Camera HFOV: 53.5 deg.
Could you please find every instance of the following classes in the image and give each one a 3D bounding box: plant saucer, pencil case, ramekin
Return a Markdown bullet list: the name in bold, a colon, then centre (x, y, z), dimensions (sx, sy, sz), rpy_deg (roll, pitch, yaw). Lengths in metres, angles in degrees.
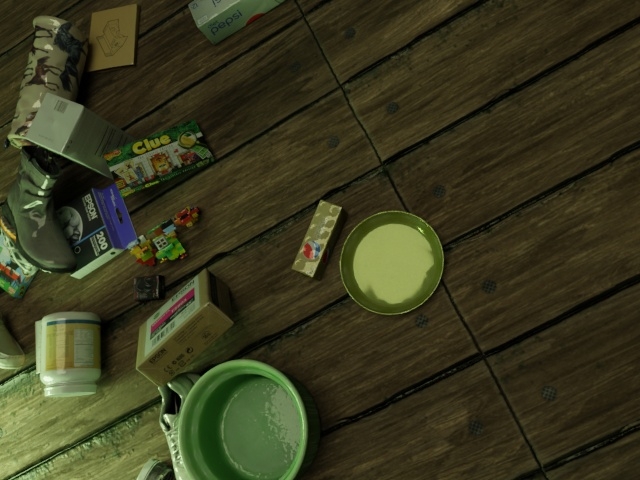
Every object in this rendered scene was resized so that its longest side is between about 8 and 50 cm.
- **plant saucer**: centre (0.164, 0.052, 1.452), dimensions (0.240, 0.037, 0.241), rpy_deg (-4, 76, 17)
- **pencil case**: centre (-0.788, -0.441, 1.835), dimensions (0.183, 0.159, 0.411), rpy_deg (-2, 75, 37)
- **ramekin**: centre (-0.147, 0.420, 1.407), dimensions (0.303, 0.148, 0.304), rpy_deg (-5, 75, 18)

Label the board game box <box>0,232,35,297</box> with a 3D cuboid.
- **board game box**: centre (-0.859, 0.033, 1.809), dimensions (0.160, 0.039, 0.212), rpy_deg (29, 86, 23)

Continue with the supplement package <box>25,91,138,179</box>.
- **supplement package**: centre (-0.626, -0.269, 1.692), dimensions (0.139, 0.244, 0.134), rpy_deg (23, 86, 22)

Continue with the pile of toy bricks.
- **pile of toy bricks**: centre (-0.387, 0.005, 1.629), dimensions (0.212, 0.118, 0.105), rpy_deg (-33, 101, -1)

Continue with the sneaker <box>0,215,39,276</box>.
- **sneaker**: centre (-0.829, 0.011, 1.743), dimensions (0.215, 0.084, 0.083), rpy_deg (46, 115, 29)

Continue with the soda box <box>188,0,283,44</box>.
- **soda box**: centre (-0.208, -0.659, 1.724), dimensions (0.286, 0.098, 0.091), rpy_deg (-29, 68, 10)

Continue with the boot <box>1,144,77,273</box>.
- **boot**: centre (-0.728, -0.087, 1.665), dimensions (0.338, 0.118, 0.223), rpy_deg (43, 118, 24)

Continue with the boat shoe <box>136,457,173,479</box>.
- **boat shoe**: centre (-0.416, 0.629, 1.487), dimensions (0.070, 0.078, 0.220), rpy_deg (19, 82, 23)

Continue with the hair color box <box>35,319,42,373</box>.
- **hair color box**: centre (-0.719, 0.281, 1.696), dimensions (0.071, 0.043, 0.141), rpy_deg (-14, 72, 15)

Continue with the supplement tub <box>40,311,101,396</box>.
- **supplement tub**: centre (-0.632, 0.289, 1.609), dimensions (0.144, 0.144, 0.200), rpy_deg (-10, 74, 16)

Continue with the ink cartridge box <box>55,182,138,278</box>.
- **ink cartridge box**: centre (-0.622, -0.034, 1.741), dimensions (0.208, 0.045, 0.206), rpy_deg (-30, 69, 8)

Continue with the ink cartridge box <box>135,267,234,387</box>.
- **ink cartridge box**: centre (-0.322, 0.201, 1.499), dimensions (0.234, 0.088, 0.193), rpy_deg (-42, 25, 5)

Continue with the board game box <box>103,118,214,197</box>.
- **board game box**: centre (-0.427, -0.219, 1.675), dimensions (0.259, 0.030, 0.136), rpy_deg (-25, 67, -13)

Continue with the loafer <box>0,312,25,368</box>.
- **loafer**: centre (-0.918, 0.243, 1.738), dimensions (0.319, 0.112, 0.112), rpy_deg (28, 95, 23)

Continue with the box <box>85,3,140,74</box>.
- **box**: centre (-0.618, -0.601, 1.893), dimensions (0.164, 0.021, 0.201), rpy_deg (-4, 75, 18)

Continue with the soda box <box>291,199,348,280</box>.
- **soda box**: centre (0.000, 0.000, 1.510), dimensions (0.061, 0.058, 0.182), rpy_deg (21, 85, 22)

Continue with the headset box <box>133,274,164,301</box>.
- **headset box**: centre (-0.449, 0.125, 1.648), dimensions (0.083, 0.032, 0.062), rpy_deg (-7, 75, 16)

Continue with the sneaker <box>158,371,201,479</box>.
- **sneaker**: centre (-0.323, 0.454, 1.479), dimensions (0.110, 0.118, 0.292), rpy_deg (-17, 73, 13)
